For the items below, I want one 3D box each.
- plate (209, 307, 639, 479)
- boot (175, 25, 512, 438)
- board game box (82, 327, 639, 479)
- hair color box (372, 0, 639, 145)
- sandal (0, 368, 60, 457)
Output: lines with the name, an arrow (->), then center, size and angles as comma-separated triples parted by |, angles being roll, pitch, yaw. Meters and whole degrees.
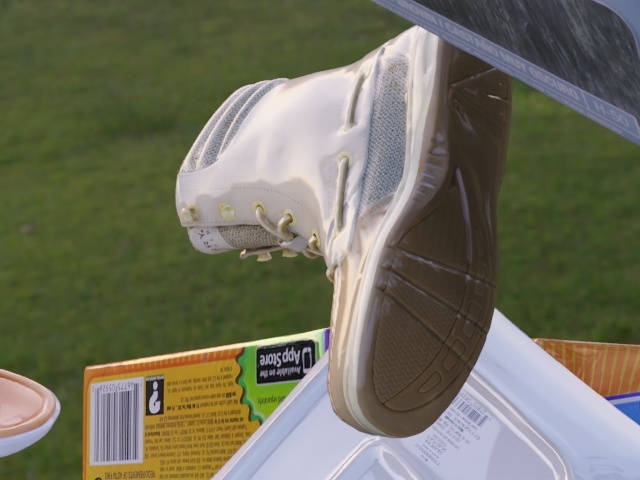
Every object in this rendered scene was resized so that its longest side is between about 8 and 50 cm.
plate -> 0.039, 0.164, 1.067 | 0.278, 0.045, 0.277 | -48, 45, -1
boot -> 0.000, 0.000, 1.074 | 0.203, 0.095, 0.262 | -12, 57, 40
board game box -> 0.055, 0.264, 1.392 | 0.356, 0.356, 0.356 | 5, -10, -33
hair color box -> 0.169, -0.220, 0.659 | 0.374, 0.113, 0.185 | -46, 53, -14
sandal -> -0.282, 0.057, 1.091 | 0.265, 0.076, 0.102 | 17, 24, 0
